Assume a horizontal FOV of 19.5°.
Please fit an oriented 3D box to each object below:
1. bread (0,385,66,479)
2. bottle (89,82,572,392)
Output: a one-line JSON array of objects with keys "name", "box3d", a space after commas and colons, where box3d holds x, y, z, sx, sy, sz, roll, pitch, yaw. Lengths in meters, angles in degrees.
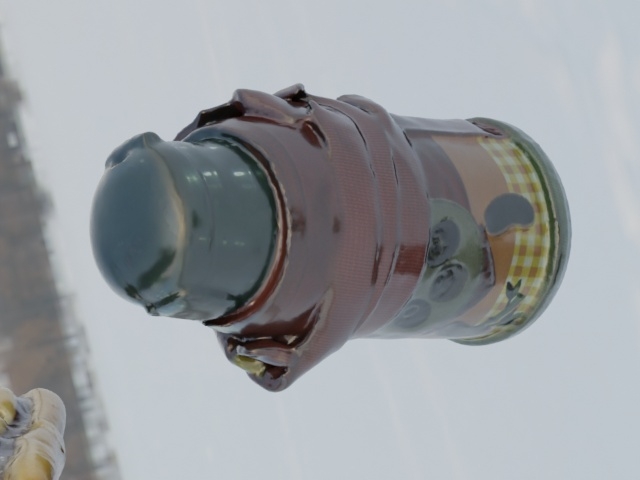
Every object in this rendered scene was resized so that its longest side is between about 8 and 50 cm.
[{"name": "bread", "box3d": [-0.167, 0.122, 0.821, 0.116, 0.077, 0.200, -64, 8, 2]}, {"name": "bottle", "box3d": [0.000, 0.000, 0.988, 0.143, 0.271, 0.156, -24, 72, 45]}]
